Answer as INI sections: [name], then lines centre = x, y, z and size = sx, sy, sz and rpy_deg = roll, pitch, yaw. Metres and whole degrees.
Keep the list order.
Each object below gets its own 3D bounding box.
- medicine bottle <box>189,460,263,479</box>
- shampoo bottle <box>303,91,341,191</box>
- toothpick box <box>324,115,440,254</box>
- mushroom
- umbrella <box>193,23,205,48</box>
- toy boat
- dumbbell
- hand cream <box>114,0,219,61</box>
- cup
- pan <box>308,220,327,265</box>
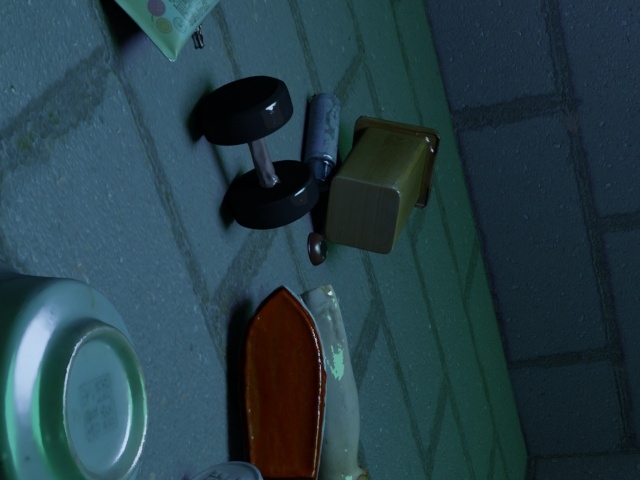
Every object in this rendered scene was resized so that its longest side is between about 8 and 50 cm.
[medicine bottle]
centre = -0.106, 0.454, 1.575
size = 0.143, 0.143, 0.258
rpy_deg = -64, 144, -58
[shampoo bottle]
centre = 0.003, -0.198, 2.232
size = 0.072, 0.072, 0.214
rpy_deg = 57, 32, -52
[toothpick box]
centre = 0.122, -0.113, 2.295
size = 0.308, 0.190, 0.187
rpy_deg = -59, 161, -60
[mushroom]
centre = 0.000, 0.268, 1.967
size = 0.154, 0.138, 0.407
rpy_deg = -164, -113, -65
[umbrella]
centre = -0.200, -0.348, 1.765
size = 0.020, 0.031, 0.083
rpy_deg = -134, -151, -66
[toy boat]
centre = -0.063, 0.233, 1.800
size = 0.133, 0.145, 0.331
rpy_deg = 103, -13, -76
[dumbbell]
centre = -0.098, -0.142, 1.791
size = 0.152, 0.153, 0.218
rpy_deg = -69, 147, -54
[hand cream]
centre = -0.211, -0.368, 1.631
size = 0.147, 0.093, 0.306
rpy_deg = 48, 29, -11
[cup]
centre = -0.287, 0.174, 1.126
size = 0.347, 0.163, 0.347
rpy_deg = -7, 90, -70
[pan]
centre = 0.001, 0.000, 2.220
size = 0.115, 0.023, 0.068
rpy_deg = -77, 151, -45
